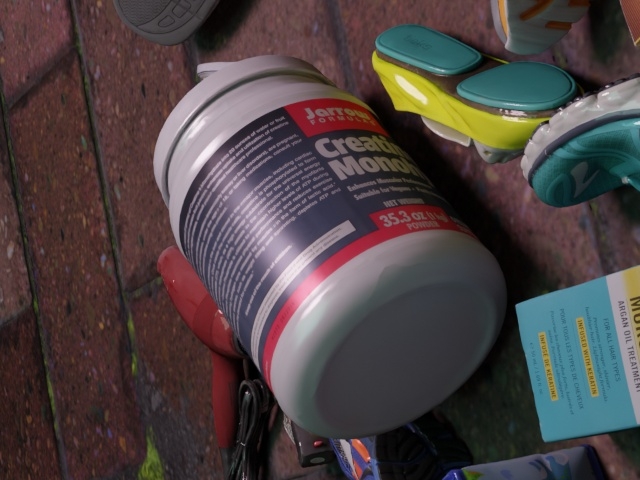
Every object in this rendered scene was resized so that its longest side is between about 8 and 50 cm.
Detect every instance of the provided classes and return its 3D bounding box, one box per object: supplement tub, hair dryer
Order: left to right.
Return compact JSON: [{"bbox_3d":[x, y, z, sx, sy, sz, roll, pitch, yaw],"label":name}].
[{"bbox_3d":[-0.096,0.125,1.405,0.223,0.080,0.293,-50,53,48],"label":"hair dryer"},{"bbox_3d":[0.000,0.000,1.143,0.272,0.191,0.191,54,135,38],"label":"supplement tub"}]

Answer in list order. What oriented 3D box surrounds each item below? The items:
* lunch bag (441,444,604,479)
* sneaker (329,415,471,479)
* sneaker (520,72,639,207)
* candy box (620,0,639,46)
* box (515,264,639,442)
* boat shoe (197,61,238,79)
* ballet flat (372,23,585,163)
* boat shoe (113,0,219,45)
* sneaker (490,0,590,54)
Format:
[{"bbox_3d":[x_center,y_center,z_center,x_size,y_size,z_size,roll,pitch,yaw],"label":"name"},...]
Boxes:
[{"bbox_3d":[0.145,0.226,1.006,0.096,0.129,0.151,-44,57,50],"label":"lunch bag"},{"bbox_3d":[0.059,0.176,1.193,0.087,0.083,0.221,100,152,-44],"label":"sneaker"},{"bbox_3d":[0.224,-0.053,0.884,0.275,0.107,0.110,-18,86,56],"label":"sneaker"},{"bbox_3d":[0.247,-0.203,0.874,0.186,0.053,0.109,-38,63,53],"label":"candy box"},{"bbox_3d":[0.228,0.061,0.922,0.244,0.060,0.100,-25,73,55],"label":"box"},{"bbox_3d":[-0.084,-0.151,1.399,0.100,0.035,0.035,7,96,50],"label":"boat shoe"},{"bbox_3d":[0.117,-0.099,1.077,0.231,0.077,0.077,32,141,54],"label":"ballet flat"},{"bbox_3d":[-0.107,-0.321,1.365,0.118,0.103,0.320,27,129,8],"label":"boat shoe"},{"bbox_3d":[0.144,-0.232,1.007,0.083,0.084,0.215,5,88,58],"label":"sneaker"}]
